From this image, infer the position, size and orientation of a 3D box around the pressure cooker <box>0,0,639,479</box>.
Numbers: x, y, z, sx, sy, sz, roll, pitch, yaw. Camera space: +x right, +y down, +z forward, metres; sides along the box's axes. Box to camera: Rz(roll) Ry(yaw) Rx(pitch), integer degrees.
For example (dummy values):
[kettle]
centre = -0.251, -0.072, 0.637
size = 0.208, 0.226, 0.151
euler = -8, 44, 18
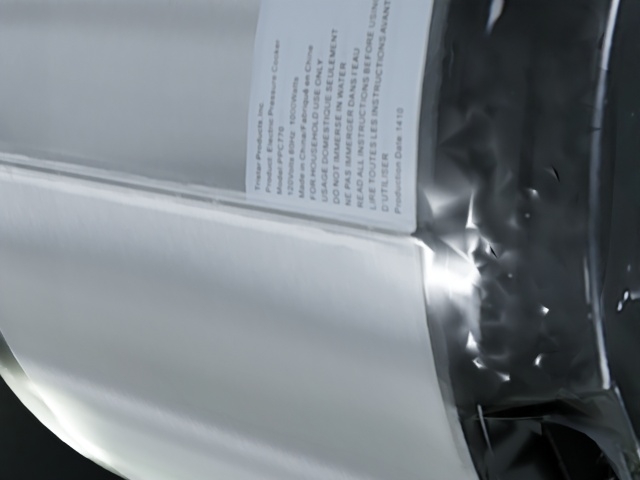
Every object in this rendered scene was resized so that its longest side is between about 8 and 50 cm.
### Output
[pressure cooker]
centre = 0.054, -0.062, 0.670
size = 0.370, 0.420, 0.375
euler = -52, -54, -23
